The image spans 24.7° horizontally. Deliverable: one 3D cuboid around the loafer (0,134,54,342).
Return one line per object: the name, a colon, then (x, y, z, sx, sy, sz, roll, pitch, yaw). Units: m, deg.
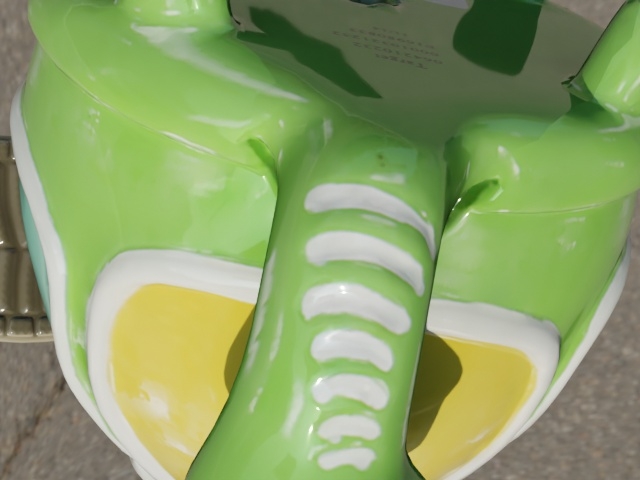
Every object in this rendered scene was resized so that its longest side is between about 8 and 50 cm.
loafer: (-0.110, 0.002, 0.743, 0.269, 0.092, 0.102, 2, 85, -22)

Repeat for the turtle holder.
turtle holder: (0.013, -0.003, 0.538, 0.243, 0.320, 0.227, -1, 117, -32)
